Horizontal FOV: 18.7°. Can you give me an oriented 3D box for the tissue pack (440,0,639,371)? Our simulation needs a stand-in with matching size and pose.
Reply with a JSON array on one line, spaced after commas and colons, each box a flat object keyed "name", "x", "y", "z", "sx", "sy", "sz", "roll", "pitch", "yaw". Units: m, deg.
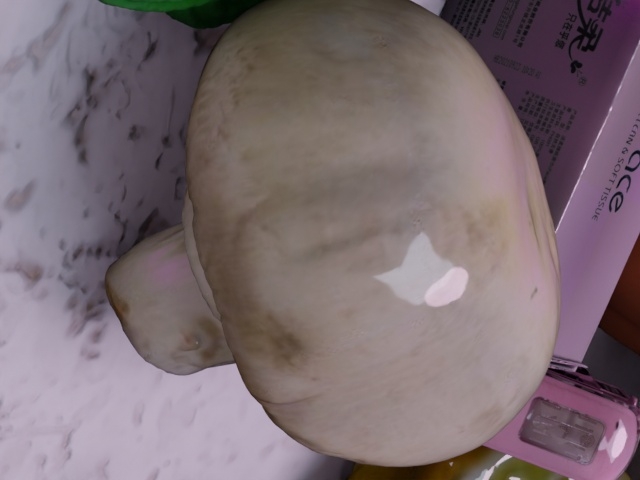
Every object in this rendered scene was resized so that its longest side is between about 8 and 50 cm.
[{"name": "tissue pack", "x": 0.130, "y": -0.060, "z": 1.166, "sx": 0.092, "sy": 0.148, "sz": 0.246, "roll": 18, "pitch": 98, "yaw": -49}]

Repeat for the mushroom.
[{"name": "mushroom", "x": 0.000, "y": 0.000, "z": 1.022, "sx": 0.254, "sy": 0.234, "sz": 0.260, "roll": -38, "pitch": 113, "yaw": -69}]

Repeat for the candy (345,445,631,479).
[{"name": "candy", "x": 0.116, "y": 0.234, "z": 1.282, "sx": 0.260, "sy": 0.118, "sz": 0.260, "roll": 7, "pitch": 78, "yaw": -32}]

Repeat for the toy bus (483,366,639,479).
[{"name": "toy bus", "x": 0.096, "y": 0.090, "z": 1.188, "sx": 0.203, "sy": 0.090, "sz": 0.063, "roll": 21, "pitch": 97, "yaw": -7}]

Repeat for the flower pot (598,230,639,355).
[{"name": "flower pot", "x": 0.219, "y": -0.023, "z": 1.251, "sx": 0.190, "sy": 0.173, "sz": 0.190, "roll": -42, "pitch": 150, "yaw": -31}]

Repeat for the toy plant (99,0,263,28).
[{"name": "toy plant", "x": -0.031, "y": -0.172, "z": 0.975, "sx": 0.154, "sy": 0.088, "sz": 0.240, "roll": -57, "pitch": 158, "yaw": 22}]

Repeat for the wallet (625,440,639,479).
[{"name": "wallet", "x": 0.310, "y": 0.098, "z": 1.421, "sx": 0.335, "sy": 0.068, "sz": 0.275, "roll": -49, "pitch": 179, "yaw": -31}]
